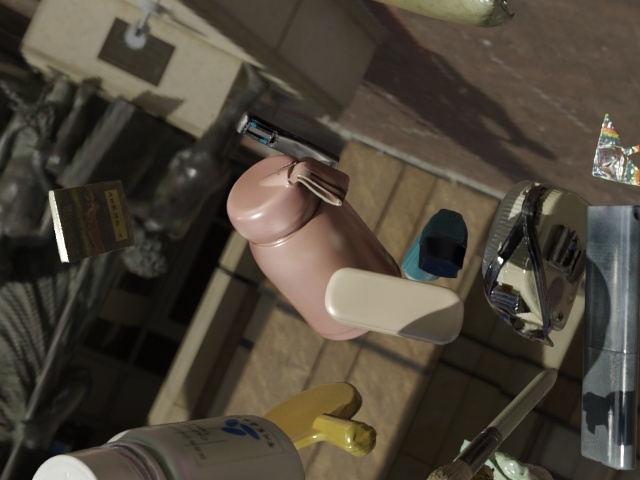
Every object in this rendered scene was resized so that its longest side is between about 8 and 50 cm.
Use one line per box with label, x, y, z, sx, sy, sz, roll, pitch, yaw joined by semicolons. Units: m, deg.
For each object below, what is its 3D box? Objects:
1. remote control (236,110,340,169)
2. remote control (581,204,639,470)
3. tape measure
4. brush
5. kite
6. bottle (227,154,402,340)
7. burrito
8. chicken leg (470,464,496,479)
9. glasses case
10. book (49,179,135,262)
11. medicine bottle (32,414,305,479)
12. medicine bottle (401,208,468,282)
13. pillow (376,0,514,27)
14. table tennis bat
remote control;-0.062;-0.187;1.852;0.212;0.028;0.059;26;135;-13
remote control;0.425;0.137;1.386;0.044;0.377;0.107;0;-179;-18
tape measure;0.377;0.040;1.645;0.133;0.271;0.231;21;180;41
brush;0.190;0.205;1.022;0.039;0.042;0.299;41;-141;15
kite;0.413;-0.116;1.317;0.090;0.122;0.004;-31;168;38
bottle;0.000;0.000;1.435;0.206;0.173;0.297;-12;132;34
burrito;0.321;0.412;1.569;0.089;0.144;0.229;-22;-169;-22
chicken leg;0.193;0.325;1.162;0.088;0.103;0.228;65;-158;-3
glasses case;0.105;0.093;1.341;0.196;0.083;0.050;13;169;9
book;-0.508;-0.046;2.121;0.024;0.160;0.228;-9;-176;29
medicine bottle;-0.163;0.288;1.050;0.170;0.170;0.293;23;-169;35
medicine bottle;0.208;0.029;1.767;0.079;0.124;0.258;14;162;-3
pillow;0.155;-0.392;1.482;0.302;0.075;0.185;18;-170;17
table tennis bat;-0.004;0.289;1.502;0.321;0.198;0.050;-1;115;65
